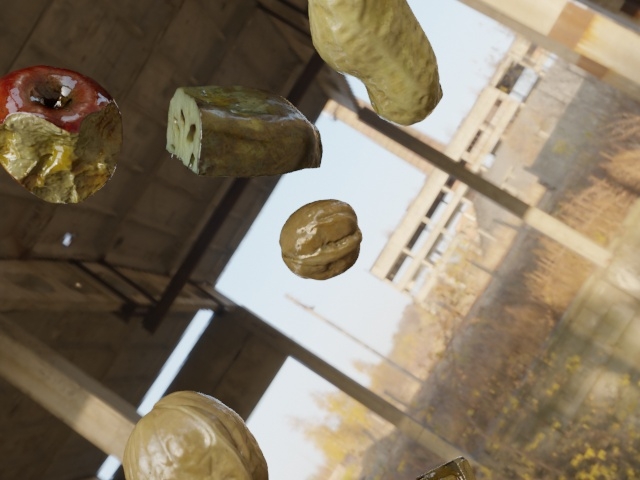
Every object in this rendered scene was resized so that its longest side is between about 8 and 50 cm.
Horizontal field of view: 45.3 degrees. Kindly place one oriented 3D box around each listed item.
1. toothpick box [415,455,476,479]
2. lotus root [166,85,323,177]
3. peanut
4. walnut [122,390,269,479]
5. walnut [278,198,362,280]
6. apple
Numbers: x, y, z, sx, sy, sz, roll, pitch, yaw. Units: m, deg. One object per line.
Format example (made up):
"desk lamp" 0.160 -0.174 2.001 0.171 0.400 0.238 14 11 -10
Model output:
"toothpick box" 0.130 0.531 1.317 0.308 0.190 0.187 -15 -21 -25
"lotus root" -0.123 -0.198 1.386 0.267 0.260 0.149 -142 55 -63
"peanut" 0.073 -0.289 1.104 0.147 0.147 0.319 -55 -47 -18
"walnut" -0.202 0.379 1.269 0.225 0.261 0.225 -36 0 0
"walnut" 0.000 0.000 1.435 0.166 0.149 0.166 -14 -62 -28
"apple" -0.333 -0.132 0.960 0.156 0.147 0.158 -20 -32 -32
